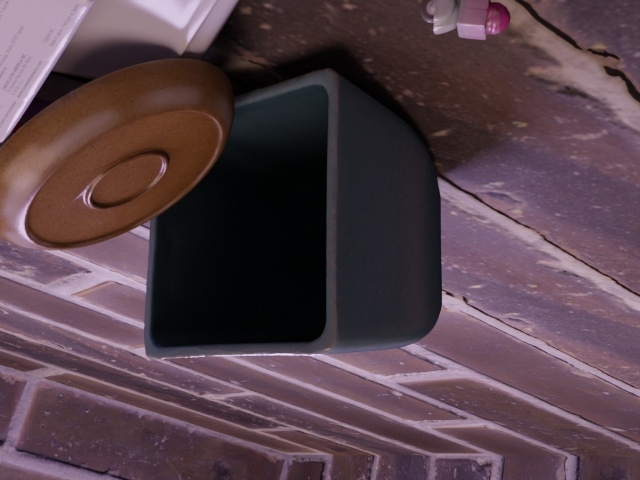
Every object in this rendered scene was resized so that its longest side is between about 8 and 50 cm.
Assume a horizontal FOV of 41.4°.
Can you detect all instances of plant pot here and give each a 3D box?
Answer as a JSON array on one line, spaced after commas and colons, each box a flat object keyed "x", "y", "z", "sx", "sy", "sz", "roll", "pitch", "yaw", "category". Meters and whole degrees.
[{"x": -0.168, "y": -0.059, "z": 0.711, "sx": 0.236, "sy": 0.032, "sz": 0.236, "roll": -32, "pitch": 166, "yaw": -9, "category": "plant pot"}, {"x": 0.000, "y": 0.000, "z": 0.870, "sx": 0.247, "sy": 0.247, "sz": 0.252, "roll": -8, "pitch": 167, "yaw": 40, "category": "plant pot"}]

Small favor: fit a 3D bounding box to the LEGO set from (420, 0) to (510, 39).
[{"x": 0.092, "y": -0.207, "z": 0.447, "sx": 0.107, "sy": 0.132, "sz": 0.287, "roll": 0, "pitch": 178, "yaw": 13, "category": "LEGO set"}]

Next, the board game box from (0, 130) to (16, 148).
[{"x": -0.396, "y": -0.071, "z": 0.763, "sx": 0.319, "sy": 0.065, "sz": 0.318, "roll": 5, "pitch": 176, "yaw": 21, "category": "board game box"}]

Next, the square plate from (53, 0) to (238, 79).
[{"x": -0.185, "y": -0.206, "z": 0.530, "sx": 0.348, "sy": 0.049, "sz": 0.344, "roll": 7, "pitch": 154, "yaw": -30, "category": "square plate"}]

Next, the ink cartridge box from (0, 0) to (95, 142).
[{"x": -0.263, "y": -0.164, "z": 0.506, "sx": 0.225, "sy": 0.056, "sz": 0.181, "roll": 28, "pitch": 143, "yaw": -25, "category": "ink cartridge box"}]

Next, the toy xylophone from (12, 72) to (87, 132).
[{"x": -0.293, "y": -0.099, "z": 0.966, "sx": 0.236, "sy": 0.081, "sz": 0.322, "roll": 12, "pitch": 158, "yaw": -2, "category": "toy xylophone"}]
